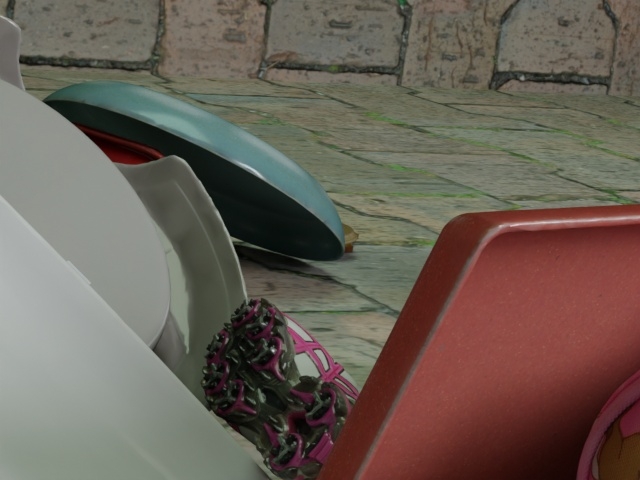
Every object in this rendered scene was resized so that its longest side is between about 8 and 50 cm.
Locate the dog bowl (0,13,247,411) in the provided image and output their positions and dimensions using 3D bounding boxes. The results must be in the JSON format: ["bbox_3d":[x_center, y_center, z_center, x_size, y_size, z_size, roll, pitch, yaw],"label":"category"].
[{"bbox_3d":[-0.212,0.003,1.061,0.349,0.102,0.348,29,34,-22],"label":"dog bowl"}]

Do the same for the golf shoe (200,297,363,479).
[{"bbox_3d":[-0.009,0.097,0.995,0.086,0.067,0.186,36,6,-32],"label":"golf shoe"}]

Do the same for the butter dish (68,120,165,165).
[{"bbox_3d":[-0.198,-0.023,1.619,0.160,0.118,0.160,18,-24,29],"label":"butter dish"}]

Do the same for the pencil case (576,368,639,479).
[{"bbox_3d":[0.312,0.129,0.945,0.386,0.167,0.160,-3,36,-40],"label":"pencil case"}]

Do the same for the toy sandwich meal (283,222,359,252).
[{"bbox_3d":[0.000,0.000,1.807,0.086,0.029,0.085,5,16,-1],"label":"toy sandwich meal"}]

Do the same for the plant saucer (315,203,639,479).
[{"bbox_3d":[0.109,0.076,0.886,0.258,0.259,0.047,-4,41,-40],"label":"plant saucer"}]

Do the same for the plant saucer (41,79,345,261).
[{"bbox_3d":[-0.114,-0.070,1.670,0.318,0.043,0.317,25,-11,5],"label":"plant saucer"}]

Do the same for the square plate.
[{"bbox_3d":[-0.197,0.076,0.812,0.347,0.049,0.344,46,23,4],"label":"square plate"}]
